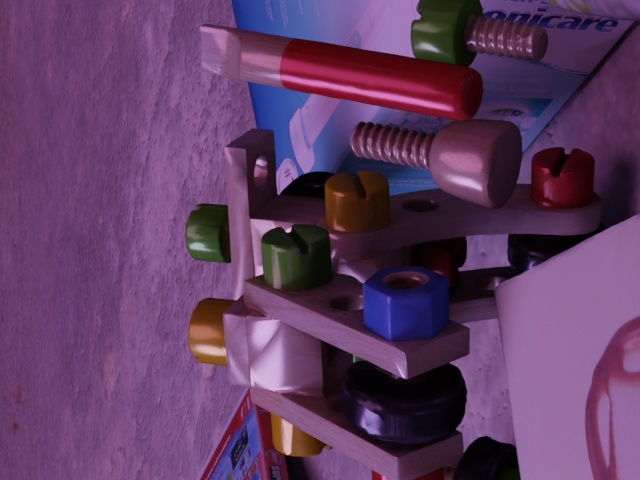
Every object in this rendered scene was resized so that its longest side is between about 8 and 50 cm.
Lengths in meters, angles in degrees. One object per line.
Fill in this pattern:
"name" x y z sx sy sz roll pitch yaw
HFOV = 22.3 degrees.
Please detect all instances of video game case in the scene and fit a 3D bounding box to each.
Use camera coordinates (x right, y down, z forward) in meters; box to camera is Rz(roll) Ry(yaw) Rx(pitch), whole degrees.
"video game case" -0.070 0.285 1.340 0.285 0.025 0.204 -103 34 -50

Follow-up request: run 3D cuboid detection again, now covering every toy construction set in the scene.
"toy construction set" 0.000 0.000 0.845 0.257 0.237 0.309 -57 -32 -34

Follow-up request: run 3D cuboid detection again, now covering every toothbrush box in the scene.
"toothbrush box" 0.059 -0.156 1.006 0.295 0.126 0.216 123 141 -53

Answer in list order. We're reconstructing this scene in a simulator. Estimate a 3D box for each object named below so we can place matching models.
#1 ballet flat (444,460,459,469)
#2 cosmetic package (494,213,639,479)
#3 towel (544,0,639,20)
"ballet flat" 0.130 0.192 0.876 0.316 0.107 0.106 27 101 64
"cosmetic package" 0.183 0.145 0.683 0.129 0.153 0.296 144 122 -60
"towel" 0.212 -0.244 0.657 0.374 0.090 0.320 20 114 59
